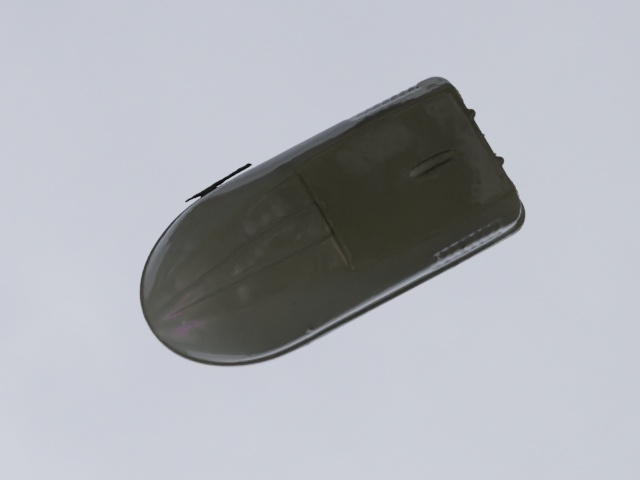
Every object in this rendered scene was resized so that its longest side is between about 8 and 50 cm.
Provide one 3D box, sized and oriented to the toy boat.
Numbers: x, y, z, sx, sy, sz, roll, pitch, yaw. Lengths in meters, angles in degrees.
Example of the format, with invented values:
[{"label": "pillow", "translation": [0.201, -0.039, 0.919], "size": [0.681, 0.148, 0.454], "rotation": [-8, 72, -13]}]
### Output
[{"label": "toy boat", "translation": [0.004, -0.004, 1.157], "size": [0.269, 0.141, 0.140], "rotation": [-30, -101, 5]}]
